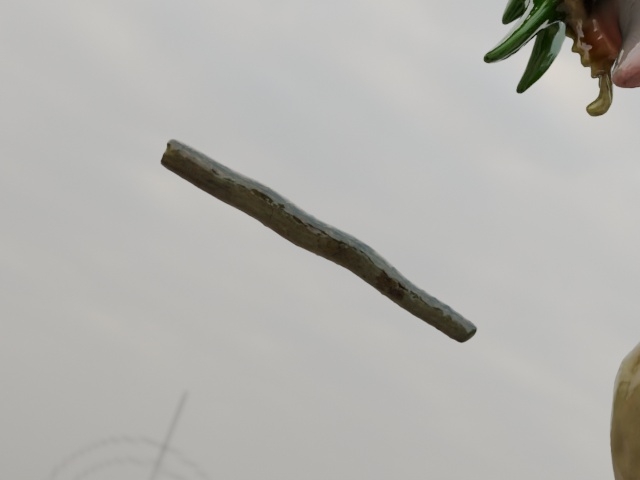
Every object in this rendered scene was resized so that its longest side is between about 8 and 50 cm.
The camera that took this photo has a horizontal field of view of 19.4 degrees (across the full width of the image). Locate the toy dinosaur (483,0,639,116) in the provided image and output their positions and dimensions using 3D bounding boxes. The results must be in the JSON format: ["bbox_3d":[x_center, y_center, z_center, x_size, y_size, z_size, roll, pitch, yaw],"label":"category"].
[{"bbox_3d":[0.177,-0.092,0.879,0.177,0.152,0.194,50,22,22],"label":"toy dinosaur"}]

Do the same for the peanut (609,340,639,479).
[{"bbox_3d":[0.274,0.093,1.166,0.159,0.291,0.143,21,28,-15],"label":"peanut"}]

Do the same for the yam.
[{"bbox_3d":[0.000,0.000,1.210,0.234,0.027,0.029,32,-35,0],"label":"yam"}]
